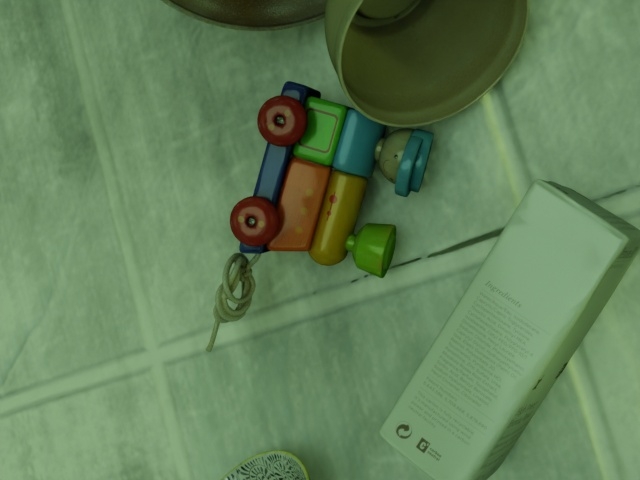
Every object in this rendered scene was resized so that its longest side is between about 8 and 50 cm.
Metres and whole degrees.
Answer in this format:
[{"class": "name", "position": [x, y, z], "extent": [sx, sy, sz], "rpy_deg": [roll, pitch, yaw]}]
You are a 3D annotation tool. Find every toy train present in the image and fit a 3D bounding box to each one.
[{"class": "toy train", "position": [0.000, 0.000, 0.836], "extent": [0.143, 0.105, 0.248], "rpy_deg": [17, 97, 12]}]

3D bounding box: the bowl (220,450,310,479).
[{"class": "bowl", "position": [-0.046, 0.278, 0.841], "extent": [0.170, 0.170, 0.080], "rpy_deg": [-37, 118, 21]}]

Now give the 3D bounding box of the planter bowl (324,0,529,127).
[{"class": "planter bowl", "position": [0.070, -0.188, 0.778], "extent": [0.162, 0.162, 0.109], "rpy_deg": [-46, 45, 18]}]

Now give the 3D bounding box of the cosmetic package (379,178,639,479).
[{"class": "cosmetic package", "position": [0.151, 0.073, 0.745], "extent": [0.085, 0.117, 0.231], "rpy_deg": [36, 106, 21]}]

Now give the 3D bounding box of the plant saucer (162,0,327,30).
[{"class": "plant saucer", "position": [-0.041, -0.323, 0.772], "extent": [0.311, 0.310, 0.050], "rpy_deg": [-53, 38, 16]}]
